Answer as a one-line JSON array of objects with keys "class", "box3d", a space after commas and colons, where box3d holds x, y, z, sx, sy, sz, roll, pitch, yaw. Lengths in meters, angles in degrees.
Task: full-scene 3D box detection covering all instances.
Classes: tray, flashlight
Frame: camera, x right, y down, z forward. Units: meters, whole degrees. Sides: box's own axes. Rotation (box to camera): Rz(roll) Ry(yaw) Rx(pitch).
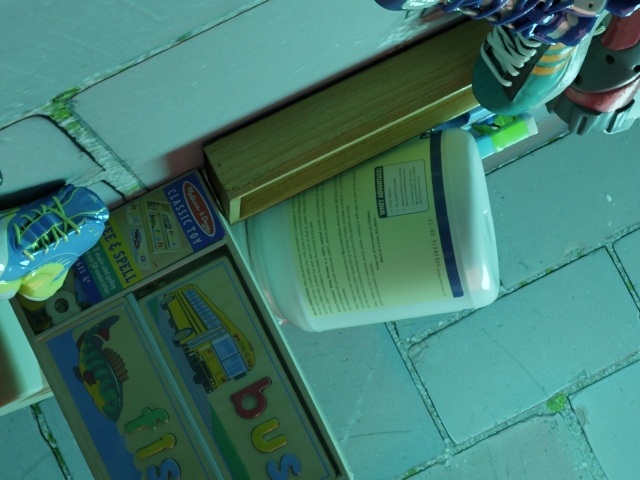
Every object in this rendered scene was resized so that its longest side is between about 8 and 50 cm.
[{"class": "tray", "box3d": [0.064, -0.150, 1.466, 0.410, 0.076, 0.203, -25, 176, -7]}, {"class": "flashlight", "box3d": [0.319, -0.236, 1.324, 0.103, 0.103, 0.304, -32, 156, -22]}]

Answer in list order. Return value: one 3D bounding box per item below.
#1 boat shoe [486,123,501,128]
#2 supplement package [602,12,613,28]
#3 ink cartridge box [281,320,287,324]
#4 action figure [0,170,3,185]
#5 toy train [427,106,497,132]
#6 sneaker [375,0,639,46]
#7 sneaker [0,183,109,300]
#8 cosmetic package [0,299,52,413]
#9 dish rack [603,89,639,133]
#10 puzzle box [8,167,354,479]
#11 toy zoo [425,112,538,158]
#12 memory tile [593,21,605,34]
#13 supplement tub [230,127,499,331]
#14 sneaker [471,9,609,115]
[{"class": "boat shoe", "box3d": [0.270, -0.205, 2.001, 0.227, 0.069, 0.081, -25, 175, -13]}, {"class": "supplement package", "box3d": [0.445, -0.306, 1.454, 0.244, 0.134, 0.139, -29, 175, 23]}, {"class": "ink cartridge box", "box3d": [0.000, 0.000, 2.038, 0.272, 0.114, 0.197, -24, 145, -18]}, {"class": "action figure", "box3d": [-0.380, 0.071, 0.876, 0.341, 0.179, 0.330, -31, 165, 20]}, {"class": "toy train", "box3d": [0.225, -0.204, 1.752, 0.184, 0.080, 0.105, -25, 166, -7]}, {"class": "sneaker", "box3d": [0.166, -0.212, 0.993, 0.296, 0.131, 0.112, -22, 175, -32]}, {"class": "sneaker", "box3d": [-0.273, -0.013, 1.178, 0.126, 0.091, 0.240, -45, 175, 0]}, {"class": "cosmetic package", "box3d": [-0.382, 0.131, 1.610, 0.129, 0.153, 0.296, -28, 177, 26]}, {"class": "dish rack", "box3d": [0.456, -0.213, 1.713, 0.285, 0.072, 0.333, -16, 174, 22]}, {"class": "puzzle box", "box3d": [-0.169, 0.155, 1.472, 0.272, 0.409, 0.052, -28, 175, 0]}, {"class": "toy zoo", "box3d": [0.148, -0.131, 1.847, 0.293, 0.030, 0.192, -26, -156, -6]}, {"class": "memory tile", "box3d": [0.369, -0.298, 1.877, 0.113, 0.012, 0.148, -29, 174, 29]}, {"class": "supplement tub", "box3d": [0.056, -0.008, 1.645, 0.324, 0.235, 0.235, -9, 179, 12]}, {"class": "sneaker", "box3d": [0.215, -0.226, 1.238, 0.121, 0.108, 0.302, -15, 156, -35]}]
